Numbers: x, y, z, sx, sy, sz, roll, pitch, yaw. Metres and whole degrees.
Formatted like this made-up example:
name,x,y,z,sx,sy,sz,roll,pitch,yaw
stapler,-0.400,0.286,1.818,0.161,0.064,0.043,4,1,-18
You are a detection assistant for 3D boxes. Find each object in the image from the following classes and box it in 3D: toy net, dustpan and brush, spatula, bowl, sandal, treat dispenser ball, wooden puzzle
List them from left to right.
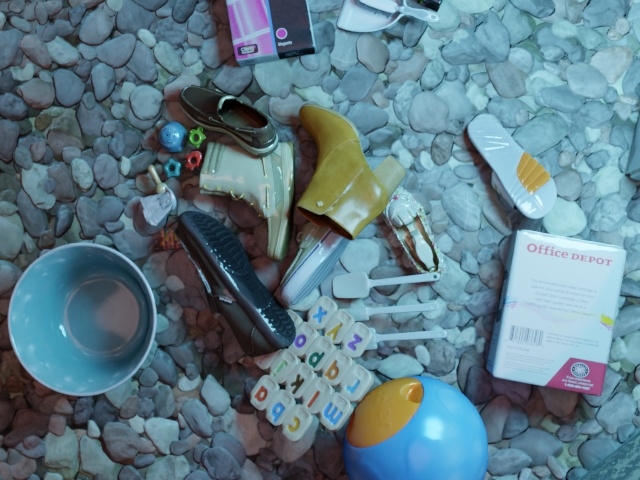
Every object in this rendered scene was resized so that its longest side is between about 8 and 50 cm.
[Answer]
name,x,y,z,sx,sy,sz,roll,pitch,yaw
bowl,-0.480,0.163,1.805,0.312,0.163,0.311,0,87,3
wooden puzzle,-0.329,-0.004,1.881,0.083,0.006,0.049,-5,87,3
toy net,-0.320,-0.141,1.863,0.122,0.045,0.232,14,93,13
spatula,0.143,0.144,1.805,0.242,0.019,0.168,-8,84,25
dustpan and brush,0.154,-0.504,1.845,0.211,0.060,0.147,19,89,4
treat dispenser ball,0.188,0.414,1.694,0.288,0.288,0.288,0,88,3
sandal,0.404,-0.149,1.817,0.102,0.076,0.265,-25,65,-12

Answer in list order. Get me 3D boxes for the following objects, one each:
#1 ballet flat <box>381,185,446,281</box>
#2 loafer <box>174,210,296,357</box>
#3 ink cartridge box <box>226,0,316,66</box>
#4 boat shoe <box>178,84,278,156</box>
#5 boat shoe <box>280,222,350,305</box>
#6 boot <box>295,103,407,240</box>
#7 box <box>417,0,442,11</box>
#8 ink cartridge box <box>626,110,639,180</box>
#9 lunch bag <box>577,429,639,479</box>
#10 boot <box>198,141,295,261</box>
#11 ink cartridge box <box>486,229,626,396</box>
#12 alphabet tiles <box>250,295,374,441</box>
name,x,y,z,sx,sy,sz,roll,pitch,yaw
ballet flat,0.198,-0.021,1.816,0.091,0.077,0.241,-32,86,2
loafer,-0.207,0.100,1.806,0.130,0.134,0.366,-40,78,22
ink cartridge box,-0.125,-0.578,1.867,0.176,0.069,0.370,-10,85,3
boat shoe,-0.197,-0.278,1.811,0.257,0.095,0.095,28,64,19
boat shoe,0.000,0.000,1.825,0.094,0.109,0.302,34,80,17
boot,0.012,-0.144,1.769,0.295,0.104,0.211,37,68,19
box,0.251,-0.548,1.840,0.052,0.062,0.083,26,90,3
ink cartridge box,0.824,-0.293,1.748,0.279,0.160,0.384,13,89,4
lunch bag,0.680,0.553,1.701,0.305,0.212,0.256,-41,103,4
boot,-0.159,-0.087,1.826,0.204,0.095,0.261,2,81,2
ink cartridge box,0.484,0.148,1.766,0.226,0.131,0.306,11,87,4
alphabet tiles,-0.020,0.263,1.767,0.284,0.021,0.278,34,89,40
